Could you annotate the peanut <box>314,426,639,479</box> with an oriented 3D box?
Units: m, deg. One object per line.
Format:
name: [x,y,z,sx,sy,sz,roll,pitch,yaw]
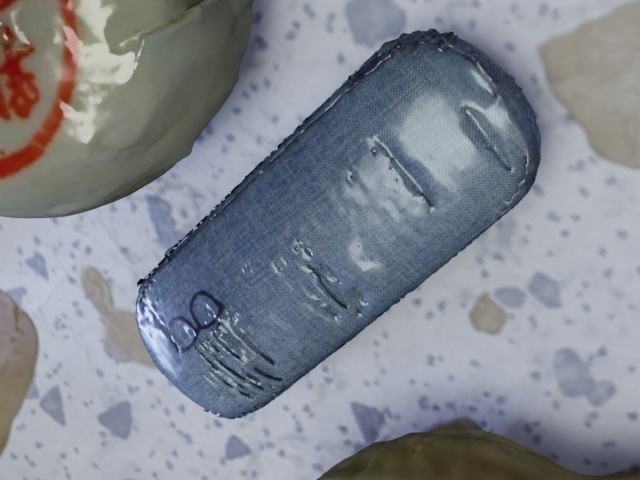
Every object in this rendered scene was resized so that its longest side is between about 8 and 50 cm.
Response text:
peanut: [0.113,0.177,0.559,0.313,0.149,0.149,2,109,20]

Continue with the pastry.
pastry: [-0.167,-0.133,0.581,0.264,0.133,0.265,7,107,24]

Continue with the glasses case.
glasses case: [0.000,0.000,0.586,0.109,0.067,0.282,49,121,-1]
